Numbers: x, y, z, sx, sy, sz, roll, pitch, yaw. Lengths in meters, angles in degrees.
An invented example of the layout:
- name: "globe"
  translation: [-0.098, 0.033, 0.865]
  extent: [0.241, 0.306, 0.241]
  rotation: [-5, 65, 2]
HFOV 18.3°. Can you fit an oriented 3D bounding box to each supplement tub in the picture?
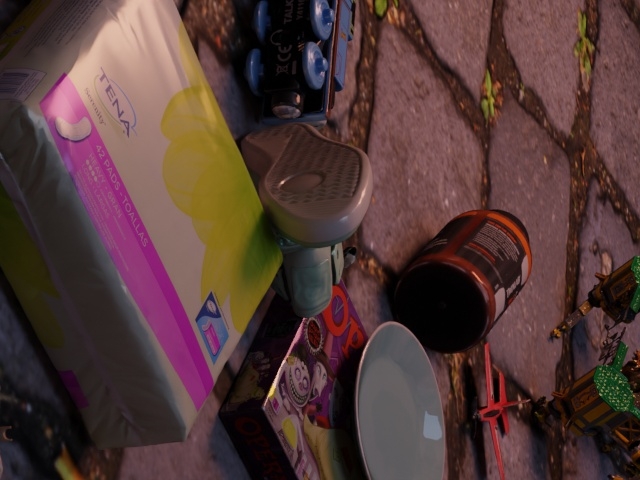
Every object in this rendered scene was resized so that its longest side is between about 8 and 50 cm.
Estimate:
- name: "supplement tub"
  translation: [0.153, 0.033, 2.026]
  extent: [0.198, 0.106, 0.106]
  rotation: [-43, 121, -59]

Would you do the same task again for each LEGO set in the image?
- name: "LEGO set"
  translation: [0.358, 0.200, 2.379]
  extent: [0.255, 0.192, 0.331]
  rotation: [37, 40, -16]

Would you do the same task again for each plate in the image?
- name: "plate"
  translation: [0.066, 0.168, 1.802]
  extent: [0.188, 0.024, 0.188]
  rotation: [31, 54, -57]

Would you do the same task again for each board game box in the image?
- name: "board game box"
  translation: [0.025, 0.213, 1.784]
  extent: [0.208, 0.056, 0.347]
  rotation: [-70, 143, -51]

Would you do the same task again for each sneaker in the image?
- name: "sneaker"
  translation: [0.000, 0.000, 1.642]
  extent: [0.256, 0.094, 0.151]
  rotation: [-124, -160, -72]

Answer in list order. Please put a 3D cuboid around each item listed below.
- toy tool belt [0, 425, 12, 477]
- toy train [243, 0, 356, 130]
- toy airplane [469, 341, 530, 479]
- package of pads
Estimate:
- name: "toy tool belt"
  translation: [-0.228, 0.127, 1.301]
  extent: [0.051, 0.052, 0.083]
  rotation: [125, -36, -82]
- name: "toy train"
  translation: [-0.015, -0.182, 1.782]
  extent: [0.105, 0.080, 0.184]
  rotation: [48, 41, -58]
- name: "toy airplane"
  translation: [0.188, 0.179, 2.140]
  extent: [0.151, 0.028, 0.151]
  rotation: [25, 62, -61]
- name: "package of pads"
  translation: [-0.143, -0.033, 1.448]
  extent: [0.296, 0.101, 0.229]
  rotation: [67, 30, -28]
